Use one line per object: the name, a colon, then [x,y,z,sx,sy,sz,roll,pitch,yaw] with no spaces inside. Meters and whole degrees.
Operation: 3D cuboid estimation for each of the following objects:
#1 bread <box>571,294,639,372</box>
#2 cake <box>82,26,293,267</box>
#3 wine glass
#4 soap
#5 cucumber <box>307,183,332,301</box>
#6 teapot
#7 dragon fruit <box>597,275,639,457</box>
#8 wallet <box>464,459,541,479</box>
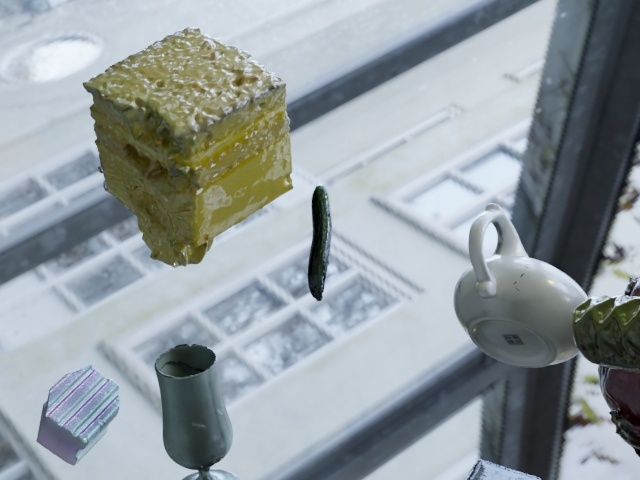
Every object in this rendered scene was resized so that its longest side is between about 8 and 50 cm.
bread: [0.372,0.105,1.367,0.269,0.098,0.087,173,-74,-69]
cake: [-0.187,-0.123,1.807,0.222,0.227,0.286,34,-37,34]
wine glass: [-0.175,0.266,1.746,0.103,0.103,0.231,29,-48,49]
soap: [-0.355,0.251,1.805,0.100,0.149,0.056,34,-60,3]
cucumber: [0.000,0.000,1.821,0.036,0.184,0.033,-16,-31,36]
teapot: [0.298,0.083,1.817,0.208,0.166,0.299,10,-41,46]
dragon fruit: [0.552,0.192,1.753,0.329,0.329,0.329,44,-28,31]
wallet: [0.260,0.441,1.968,0.124,0.244,0.025,14,-55,26]
